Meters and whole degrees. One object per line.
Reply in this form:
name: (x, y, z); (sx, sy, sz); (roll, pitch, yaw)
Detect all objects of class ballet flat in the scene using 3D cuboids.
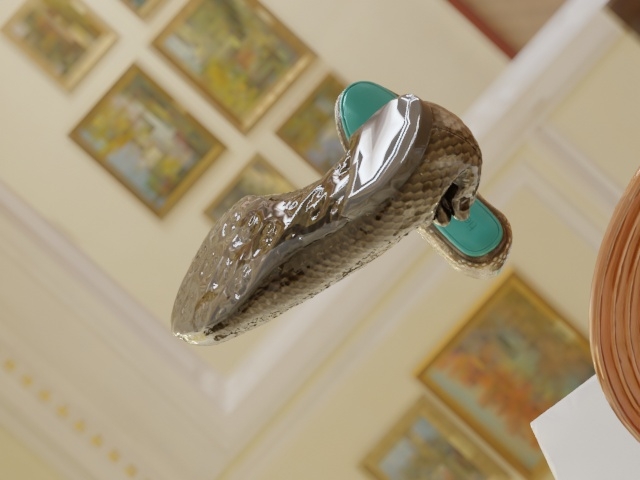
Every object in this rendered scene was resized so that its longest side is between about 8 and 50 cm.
ballet flat: (0.080, -0.042, 1.460); (0.206, 0.073, 0.067); (54, 173, 29)
ballet flat: (0.000, 0.000, 0.928); (0.058, 0.250, 0.084); (25, -125, -25)

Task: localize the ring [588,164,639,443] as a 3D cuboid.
ring: (0.309, 0.003, 1.065); (0.336, 0.336, 0.032); (41, -169, -35)

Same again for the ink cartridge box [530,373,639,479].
ink cartridge box: (0.417, 0.124, 1.596); (0.285, 0.395, 0.166); (-11, -112, -33)
